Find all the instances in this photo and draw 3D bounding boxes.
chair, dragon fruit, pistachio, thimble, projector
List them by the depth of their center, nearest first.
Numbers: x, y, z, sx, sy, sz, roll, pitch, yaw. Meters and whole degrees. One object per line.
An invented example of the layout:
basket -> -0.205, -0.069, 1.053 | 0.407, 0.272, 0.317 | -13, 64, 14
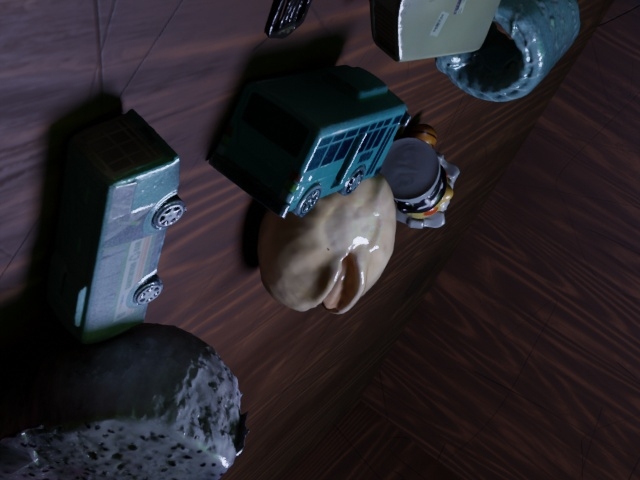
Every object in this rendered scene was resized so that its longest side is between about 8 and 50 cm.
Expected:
chair -> 0.025, -0.272, 0.967 | 0.084, 0.101, 0.212 | -39, 159, -44
dragon fruit -> -0.240, 0.187, 1.051 | 0.283, 0.204, 0.221 | -32, -151, 27
projector -> 0.139, -0.344, 1.092 | 0.193, 0.088, 0.270 | -15, 135, -34
pistachio -> 0.000, 0.000, 1.398 | 0.193, 0.214, 0.318 | 2, 152, -18
thimble -> 0.278, -0.329, 1.465 | 0.143, 0.198, 0.235 | -47, -162, -27

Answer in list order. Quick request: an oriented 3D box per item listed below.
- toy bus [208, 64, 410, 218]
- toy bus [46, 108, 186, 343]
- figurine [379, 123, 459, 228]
toy bus -> -0.003, -0.133, 1.163 | 0.256, 0.128, 0.147 | -27, 149, -56
toy bus -> -0.203, -0.005, 0.924 | 0.109, 0.091, 0.262 | -27, 151, -39
figurine -> 0.188, -0.120, 1.807 | 0.236, 0.133, 0.176 | 40, 68, -70
